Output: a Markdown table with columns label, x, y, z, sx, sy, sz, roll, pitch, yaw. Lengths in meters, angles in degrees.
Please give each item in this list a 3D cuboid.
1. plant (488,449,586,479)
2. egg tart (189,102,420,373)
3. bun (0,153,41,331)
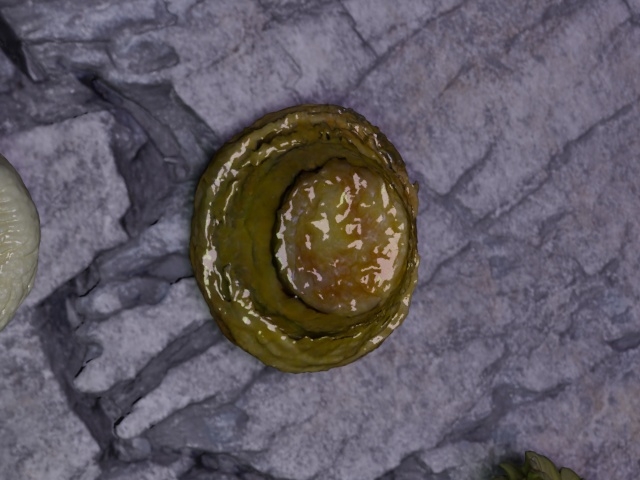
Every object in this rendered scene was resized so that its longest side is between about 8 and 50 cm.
| label | x | y | z | sx | sy | sz | roll | pitch | yaw |
| --- | --- | --- | --- | --- | --- | --- | --- | --- | --- |
| plant | 0.273 | 0.368 | 2.079 | 0.297 | 0.306 | 0.261 | -23 | 132 | 4 |
| egg tart | 0.000 | 0.000 | 2.009 | 0.294 | 0.123 | 0.294 | -1 | 93 | -25 |
| bun | -0.376 | 0.002 | 1.827 | 0.220 | 0.134 | 0.220 | -3 | 96 | -28 |
